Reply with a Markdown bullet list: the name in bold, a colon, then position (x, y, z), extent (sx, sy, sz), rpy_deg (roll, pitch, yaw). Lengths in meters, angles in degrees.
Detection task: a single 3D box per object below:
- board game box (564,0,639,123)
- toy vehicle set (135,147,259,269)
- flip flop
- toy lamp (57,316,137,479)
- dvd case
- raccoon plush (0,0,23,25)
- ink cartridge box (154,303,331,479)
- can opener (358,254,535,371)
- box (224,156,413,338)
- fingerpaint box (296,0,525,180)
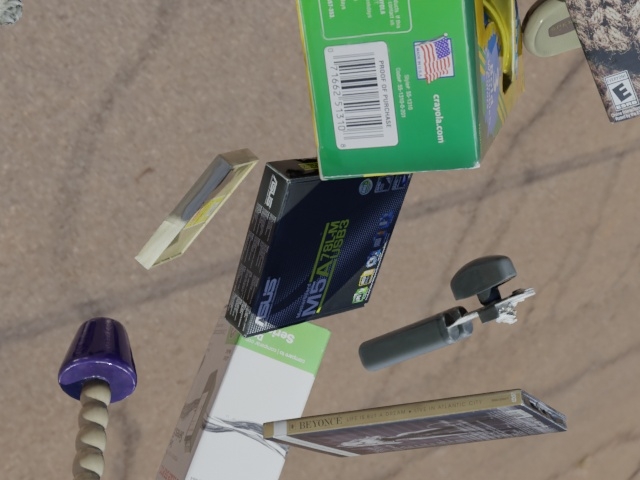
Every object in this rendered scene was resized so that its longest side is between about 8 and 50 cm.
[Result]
- **board game box**: position (0.338, -0.288, 0.949), extent (0.232, 0.291, 0.141), rpy_deg (-16, -165, 36)
- **toy vehicle set**: position (-0.236, -0.063, 2.027), extent (0.267, 0.035, 0.166), rpy_deg (-49, 174, 16)
- **flip flop**: position (0.375, -0.284, 1.248), extent (0.277, 0.080, 0.112), rpy_deg (-22, 135, -1)
- **toy lamp**: position (-0.212, 0.191, 0.968), extent (0.080, 0.275, 0.080), rpy_deg (-4, 139, -3)
- **dvd case**: position (0.085, 0.159, 0.896), extent (0.221, 0.018, 0.164), rpy_deg (-12, 159, 22)
- **raccoon plush**: position (-0.474, -0.291, 1.305), extent (0.299, 0.216, 0.446), rpy_deg (-21, -170, 5)
- **ink cartridge box**: position (-0.106, 0.224, 1.350), extent (0.273, 0.114, 0.198), rpy_deg (-69, -167, -11)
- **can opener**: position (0.165, 0.102, 1.407), extent (0.280, 0.093, 0.074), rpy_deg (-31, 167, 38)
- **box**: position (0.000, 0.000, 1.103), extent (0.184, 0.045, 0.191), rpy_deg (-12, 129, -45)
- **fingerpaint box**: position (0.095, -0.324, 1.040), extent (0.371, 0.163, 0.445), rpy_deg (-47, 132, -65)
